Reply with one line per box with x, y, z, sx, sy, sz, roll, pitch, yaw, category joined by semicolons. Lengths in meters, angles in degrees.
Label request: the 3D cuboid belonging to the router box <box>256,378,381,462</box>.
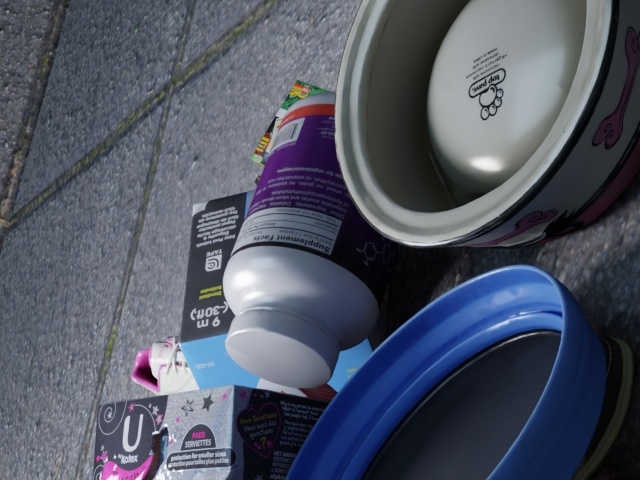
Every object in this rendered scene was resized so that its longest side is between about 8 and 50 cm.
-0.022;0.352;1.802;0.301;0.082;0.335;37;105;49;router box

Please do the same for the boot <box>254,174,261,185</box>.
-0.006;-0.108;2.285;0.198;0.077;0.137;23;87;54;boot

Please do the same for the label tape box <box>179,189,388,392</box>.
-0.043;0.086;1.997;0.240;0.106;0.334;-13;50;19;label tape box

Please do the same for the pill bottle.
0.000;0.000;1.847;0.181;0.181;0.323;-33;33;54;pill bottle

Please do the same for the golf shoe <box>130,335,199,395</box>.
-0.164;0.184;2.285;0.306;0.140;0.115;-27;45;55;golf shoe

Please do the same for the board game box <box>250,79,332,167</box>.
0.007;-0.135;2.207;0.136;0.030;0.259;-58;35;-4;board game box

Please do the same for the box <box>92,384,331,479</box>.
-0.116;0.241;1.756;0.247;0.163;0.142;-15;68;46;box

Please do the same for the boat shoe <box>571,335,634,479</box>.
0.221;0.189;1.519;0.224;0.073;0.080;-66;23;7;boat shoe

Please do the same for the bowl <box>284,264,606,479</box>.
0.108;0.196;1.521;0.391;0.077;0.391;-42;18;18;bowl

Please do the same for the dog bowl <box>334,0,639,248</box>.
0.198;-0.174;1.695;0.408;0.150;0.408;-24;58;45;dog bowl

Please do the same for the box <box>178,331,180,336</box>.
-0.140;0.063;2.429;0.175;0.051;0.220;-33;39;54;box
